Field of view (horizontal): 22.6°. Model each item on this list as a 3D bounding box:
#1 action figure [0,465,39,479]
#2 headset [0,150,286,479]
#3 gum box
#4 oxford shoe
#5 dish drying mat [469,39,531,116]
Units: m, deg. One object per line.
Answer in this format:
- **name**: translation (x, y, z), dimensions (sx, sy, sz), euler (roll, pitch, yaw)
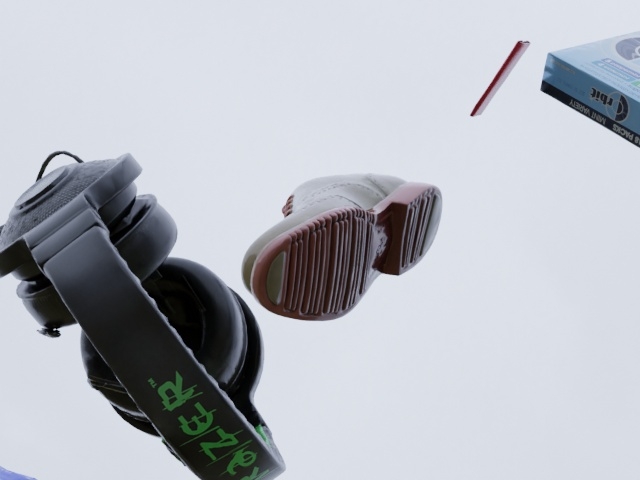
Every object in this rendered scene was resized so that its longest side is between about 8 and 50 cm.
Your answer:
- **action figure**: translation (-0.210, 0.088, 0.720), dimensions (0.139, 0.280, 0.091), euler (-38, -22, 21)
- **headset**: translation (-0.164, 0.056, 1.179), dimensions (0.185, 0.394, 0.243), euler (-36, -54, -1)
- **gum box**: translation (0.311, -0.132, 1.388), dimensions (0.184, 0.157, 0.041), euler (-16, -52, -35)
- **oxford shoe**: translation (0.000, 0.000, 1.725), dimensions (0.130, 0.348, 0.123), euler (20, -71, 27)
- **dish drying mat**: translation (0.167, -0.151, 1.493), dimensions (0.008, 0.032, 0.083), euler (39, -69, 12)
